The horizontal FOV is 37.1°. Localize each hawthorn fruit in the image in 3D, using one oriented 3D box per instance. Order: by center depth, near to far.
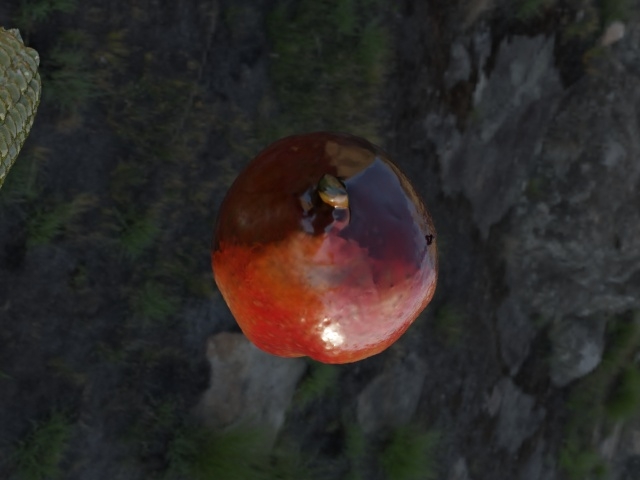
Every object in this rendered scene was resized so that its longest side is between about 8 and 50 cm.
[{"bbox_3d":[0.000,0.000,0.659,0.188,0.169,0.169,70,41,-65],"label":"hawthorn fruit"}]

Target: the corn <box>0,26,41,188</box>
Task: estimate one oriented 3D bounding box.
[{"bbox_3d":[-0.141,-0.001,0.291,0.085,0.063,0.165,-53,-164,49],"label":"corn"}]
